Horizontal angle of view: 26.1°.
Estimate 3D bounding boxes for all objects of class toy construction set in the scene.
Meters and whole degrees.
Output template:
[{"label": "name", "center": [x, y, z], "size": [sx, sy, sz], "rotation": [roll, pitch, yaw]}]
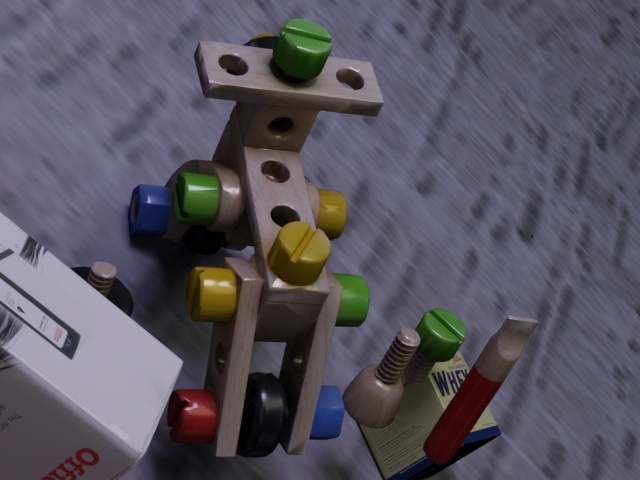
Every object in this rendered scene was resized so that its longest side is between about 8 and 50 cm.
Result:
[{"label": "toy construction set", "center": [0.000, 0.000, 0.915], "size": [0.309, 0.237, 0.257], "rotation": [24, 36, -5]}]

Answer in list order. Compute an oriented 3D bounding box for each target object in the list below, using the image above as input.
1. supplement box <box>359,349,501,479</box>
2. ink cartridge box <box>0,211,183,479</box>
[{"label": "supplement box", "center": [0.080, 0.135, 1.075], "size": [0.056, 0.083, 0.083], "rotation": [-4, 62, -50]}, {"label": "ink cartridge box", "center": [-0.204, 0.066, 0.773], "size": [0.203, 0.148, 0.086], "rotation": [42, 36, -16]}]
